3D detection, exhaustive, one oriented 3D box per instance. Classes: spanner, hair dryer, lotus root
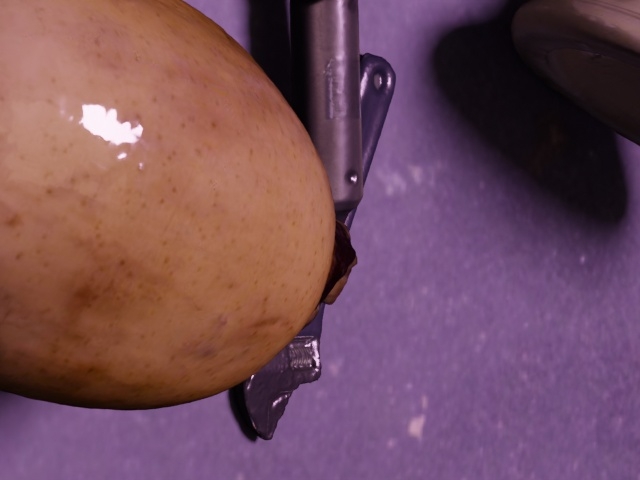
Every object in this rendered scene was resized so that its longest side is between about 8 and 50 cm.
[{"bbox_3d":[0.000,0.000,0.972,0.046,0.012,0.208,31,70,-41],"label":"spanner"},{"bbox_3d":[0.018,-0.102,0.952,0.195,0.078,0.248,-11,106,-46],"label":"hair dryer"},{"bbox_3d":[-0.083,-0.016,0.769,0.310,0.183,0.182,22,76,-47],"label":"lotus root"}]

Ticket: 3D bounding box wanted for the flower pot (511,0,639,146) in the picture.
[{"bbox_3d":[0.248,-0.162,1.046,0.307,0.307,0.244,35,83,-41],"label":"flower pot"}]
